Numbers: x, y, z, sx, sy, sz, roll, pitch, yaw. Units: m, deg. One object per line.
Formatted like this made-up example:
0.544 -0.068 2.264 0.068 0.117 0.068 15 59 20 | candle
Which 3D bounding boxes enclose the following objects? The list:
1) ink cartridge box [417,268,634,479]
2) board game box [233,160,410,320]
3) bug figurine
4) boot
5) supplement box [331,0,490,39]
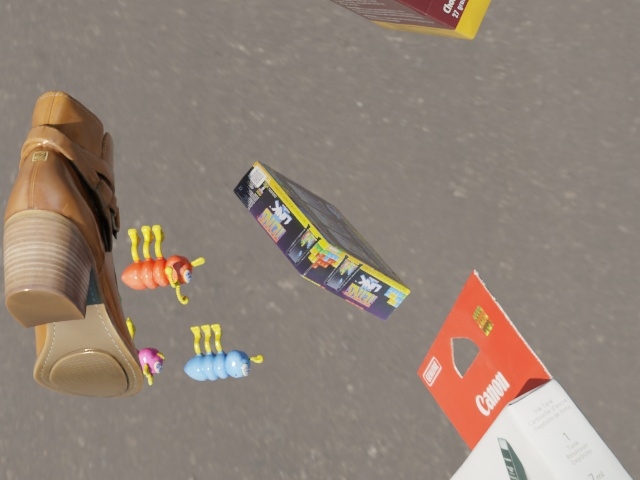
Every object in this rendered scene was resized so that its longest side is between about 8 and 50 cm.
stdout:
0.160 0.184 1.275 0.060 0.275 0.239 -30 72 -19 | ink cartridge box
0.000 0.000 1.492 0.048 0.170 0.141 -50 134 9 | board game box
-0.208 0.106 1.754 0.216 0.072 0.279 -10 136 19 | bug figurine
-0.232 0.014 1.341 0.109 0.220 0.283 -7 148 11 | boot
0.036 -0.271 1.172 0.194 0.191 0.129 23 92 -23 | supplement box
